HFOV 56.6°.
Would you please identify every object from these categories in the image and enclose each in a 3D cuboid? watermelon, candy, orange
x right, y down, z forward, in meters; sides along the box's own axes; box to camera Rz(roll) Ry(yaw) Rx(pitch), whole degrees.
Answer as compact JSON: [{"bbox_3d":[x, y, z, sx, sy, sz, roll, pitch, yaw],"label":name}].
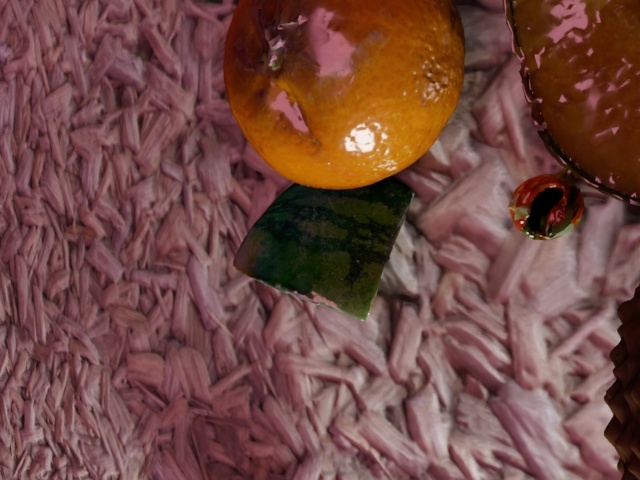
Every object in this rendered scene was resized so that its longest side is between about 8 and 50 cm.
[{"bbox_3d":[-0.005,-0.018,0.614,0.231,0.128,0.146,20,91,38],"label":"watermelon"},{"bbox_3d":[0.213,-0.079,0.460,0.056,0.049,0.184,27,109,-8],"label":"candy"},{"bbox_3d":[0.012,-0.150,0.525,0.224,0.170,0.224,4,96,40],"label":"orange"}]

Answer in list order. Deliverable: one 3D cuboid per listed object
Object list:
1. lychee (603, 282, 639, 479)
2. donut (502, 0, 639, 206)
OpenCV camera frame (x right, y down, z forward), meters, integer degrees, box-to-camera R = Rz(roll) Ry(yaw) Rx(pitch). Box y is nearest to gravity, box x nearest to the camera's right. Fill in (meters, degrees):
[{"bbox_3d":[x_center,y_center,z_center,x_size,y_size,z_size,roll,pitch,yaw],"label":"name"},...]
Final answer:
[{"bbox_3d":[0.274,0.104,0.289,0.267,0.267,0.267,7,101,39],"label":"lychee"},{"bbox_3d":[0.233,-0.155,0.341,0.272,0.107,0.272,14,110,44],"label":"donut"}]
